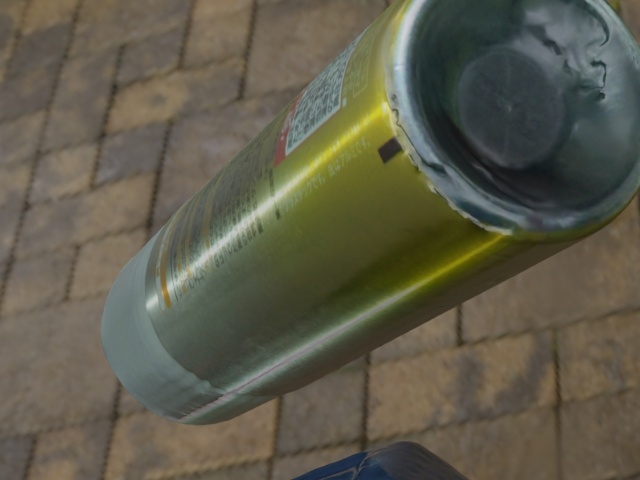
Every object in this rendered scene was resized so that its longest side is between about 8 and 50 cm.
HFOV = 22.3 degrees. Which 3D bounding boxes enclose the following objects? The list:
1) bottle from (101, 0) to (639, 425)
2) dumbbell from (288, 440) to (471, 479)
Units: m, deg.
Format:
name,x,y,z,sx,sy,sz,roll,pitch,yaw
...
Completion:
name,x,y,z,sx,sy,sz,roll,pitch,yaw
bottle,0.000,0.000,0.539,0.082,0.082,0.286,-53,8,-26
dumbbell,-0.005,0.160,0.408,0.144,0.160,0.325,-56,-6,14
